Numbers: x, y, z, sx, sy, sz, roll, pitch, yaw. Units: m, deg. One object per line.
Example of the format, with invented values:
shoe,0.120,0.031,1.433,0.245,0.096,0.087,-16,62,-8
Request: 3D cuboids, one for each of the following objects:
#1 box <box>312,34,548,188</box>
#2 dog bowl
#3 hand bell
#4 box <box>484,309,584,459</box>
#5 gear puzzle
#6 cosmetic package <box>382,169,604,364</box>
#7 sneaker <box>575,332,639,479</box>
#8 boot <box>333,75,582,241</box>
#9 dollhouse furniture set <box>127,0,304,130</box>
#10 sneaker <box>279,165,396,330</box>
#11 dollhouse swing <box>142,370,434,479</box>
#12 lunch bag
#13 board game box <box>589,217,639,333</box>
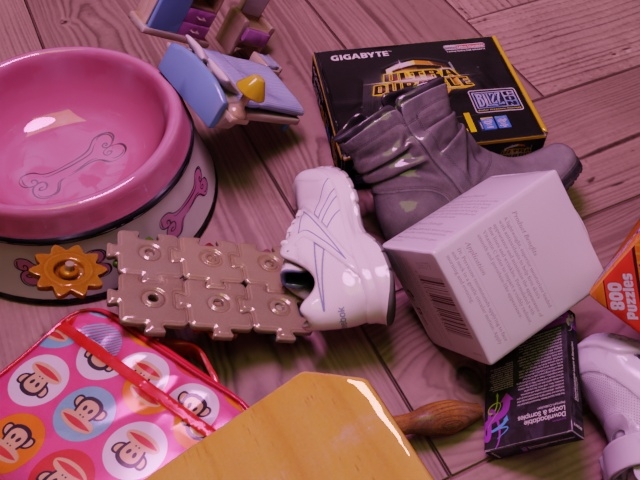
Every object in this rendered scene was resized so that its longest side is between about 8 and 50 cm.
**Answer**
box,0.164,-0.214,1.161,0.321,0.079,0.257,-7,53,-7
dog bowl,-0.357,-0.117,1.025,0.407,0.150,0.408,0,50,0
hand bell,0.077,0.213,0.812,0.241,0.126,0.126,-4,50,-20
box,0.245,0.165,0.838,0.029,0.116,0.162,36,46,-26
gear puzzle,-0.181,0.063,0.890,0.338,0.044,0.176,6,40,-22
cosmetic package,0.205,0.026,0.866,0.183,0.151,0.151,-31,101,-14
sneaker,0.333,0.269,0.730,0.210,0.137,0.366,-19,57,-19
boot,0.201,-0.128,0.992,0.338,0.118,0.223,-26,98,-22
dollhouse furniture set,-0.089,-0.314,1.097,0.286,0.198,0.303,-4,48,-52
sneaker,0.000,0.000,0.942,0.129,0.111,0.297,-13,39,-9
dollhouse swing,0.016,0.343,0.575,0.346,0.315,0.305,-34,39,-4
lunch bag,-0.213,0.211,0.789,0.293,0.120,0.258,28,51,21
board game box,0.579,-0.024,0.747,0.356,0.357,0.356,39,42,16
